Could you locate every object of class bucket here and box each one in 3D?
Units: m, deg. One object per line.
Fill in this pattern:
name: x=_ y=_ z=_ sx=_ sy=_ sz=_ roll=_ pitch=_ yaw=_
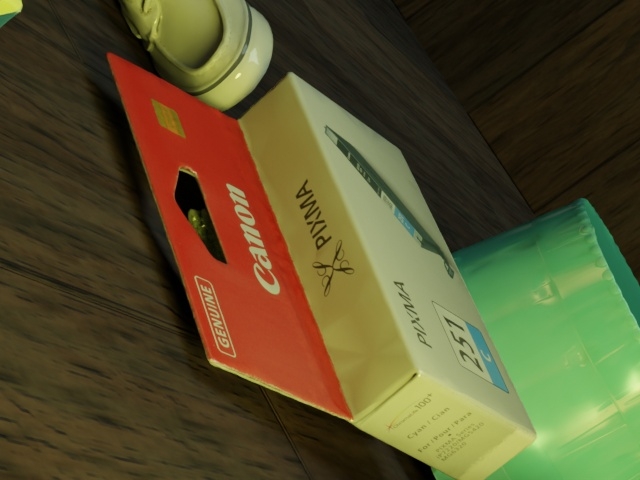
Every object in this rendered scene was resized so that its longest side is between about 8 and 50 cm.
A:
bucket: x=0.183 y=0.113 z=1.295 sx=0.281 sy=0.183 sz=0.281 roll=57 pitch=14 yaw=-22

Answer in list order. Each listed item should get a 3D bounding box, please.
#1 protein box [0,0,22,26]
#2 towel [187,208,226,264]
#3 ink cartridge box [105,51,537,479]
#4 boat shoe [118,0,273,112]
protein box: x=-0.213 y=-0.088 z=0.371 sx=0.201 sy=0.200 sz=0.136 roll=60 pitch=13 yaw=28
towel: x=-0.028 y=0.039 z=1.113 sx=0.148 sy=0.027 sz=0.110 roll=56 pitch=23 yaw=19
ink cartridge box: x=0.000 y=0.000 z=1.105 sx=0.261 sy=0.066 sz=0.296 roll=30 pitch=27 yaw=-42
boat shoe: x=-0.117 y=-0.196 z=1.305 sx=0.088 sy=0.096 sz=0.267 roll=39 pitch=17 yaw=-38
